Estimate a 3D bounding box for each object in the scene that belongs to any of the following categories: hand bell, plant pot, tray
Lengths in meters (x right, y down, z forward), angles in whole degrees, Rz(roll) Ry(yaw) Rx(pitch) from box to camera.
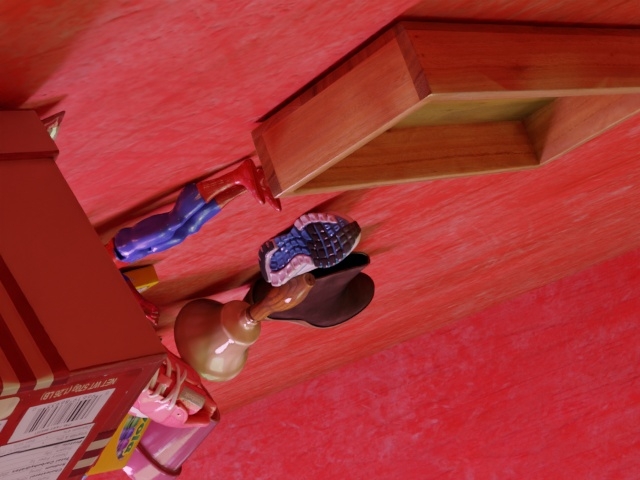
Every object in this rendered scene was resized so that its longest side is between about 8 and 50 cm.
[{"bbox_3d":[-0.084,0.096,1.691,0.126,0.126,0.242,-9,164,-44],"label":"hand bell"},{"bbox_3d":[-0.301,0.351,2.386,0.180,0.201,0.201,-37,166,7],"label":"plant pot"},{"bbox_3d":[0.152,-0.128,1.182,0.411,0.076,0.203,-10,164,-46],"label":"tray"}]

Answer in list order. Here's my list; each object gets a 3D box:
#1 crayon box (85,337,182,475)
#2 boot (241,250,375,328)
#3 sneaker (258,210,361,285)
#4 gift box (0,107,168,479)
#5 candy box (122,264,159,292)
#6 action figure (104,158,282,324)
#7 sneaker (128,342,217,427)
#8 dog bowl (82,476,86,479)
[{"bbox_3d":[-0.319,0.241,1.828,0.202,0.081,0.318,-61,162,5],"label":"crayon box"},{"bbox_3d":[0.021,0.066,1.815,0.248,0.090,0.207,-8,166,-34],"label":"boot"},{"bbox_3d":[0.000,0.000,1.561,0.083,0.071,0.190,-20,179,-37],"label":"sneaker"},{"bbox_3d":[-0.269,0.043,0.822,0.255,0.258,0.276,-4,141,-49],"label":"gift box"},{"bbox_3d":[-0.290,0.076,1.432,0.105,0.027,0.206,-26,175,36],"label":"candy box"},{"bbox_3d":[-0.169,0.033,1.241,0.280,0.139,0.091,-20,168,12],"label":"action figure"},{"bbox_3d":[-0.219,0.177,1.655,0.136,0.116,0.314,20,165,19],"label":"sneaker"},{"bbox_3d":[-0.421,0.308,1.983,0.074,0.166,0.297,-35,174,12],"label":"dog bowl"}]
